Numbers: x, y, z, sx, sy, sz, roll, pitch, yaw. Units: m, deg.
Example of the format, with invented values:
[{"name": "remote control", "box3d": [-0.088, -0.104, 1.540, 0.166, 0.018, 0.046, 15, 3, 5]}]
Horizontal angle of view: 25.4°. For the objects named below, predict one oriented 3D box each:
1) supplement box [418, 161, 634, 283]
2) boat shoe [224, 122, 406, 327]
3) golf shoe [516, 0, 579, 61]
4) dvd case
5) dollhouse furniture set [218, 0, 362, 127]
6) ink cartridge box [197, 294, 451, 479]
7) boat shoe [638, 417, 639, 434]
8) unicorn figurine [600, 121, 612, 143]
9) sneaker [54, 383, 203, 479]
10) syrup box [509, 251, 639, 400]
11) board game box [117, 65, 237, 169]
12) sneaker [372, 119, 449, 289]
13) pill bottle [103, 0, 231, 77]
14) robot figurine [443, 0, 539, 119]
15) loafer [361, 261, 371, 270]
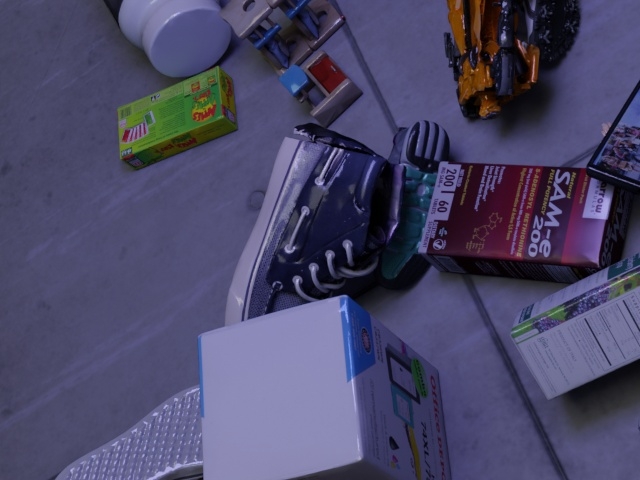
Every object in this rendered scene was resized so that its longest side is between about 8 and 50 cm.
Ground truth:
[{"name": "supplement box", "box3d": [0.252, -0.022, 1.747, 0.239, 0.073, 0.130, 4, 70, 30]}, {"name": "boat shoe", "box3d": [-0.004, 0.028, 1.779, 0.158, 0.127, 0.341, 16, 93, 37]}, {"name": "golf shoe", "box3d": [0.289, -0.321, 1.875, 0.094, 0.077, 0.198, -13, 61, 50]}, {"name": "dvd case", "box3d": [0.459, -0.102, 1.637, 0.253, 0.022, 0.180, 24, 64, 25]}, {"name": "dollhouse furniture set", "box3d": [-0.023, -0.283, 1.990, 0.129, 0.129, 0.184, -43, 53, 6]}, {"name": "ink cartridge box", "box3d": [0.010, 0.219, 1.654, 0.197, 0.270, 0.198, -16, 61, 21]}, {"name": "boat shoe", "box3d": [0.518, 0.135, 1.496, 0.367, 0.136, 0.157, -9, 60, 37]}, {"name": "unicorn figurine", "box3d": [0.411, -0.097, 1.705, 0.162, 0.060, 0.111, 3, 79, 46]}, {"name": "sneaker", "box3d": [-0.190, 0.288, 1.841, 0.321, 0.127, 0.126, -25, 57, -11]}, {"name": "syrup box", "box3d": [0.343, 0.081, 1.609, 0.237, 0.093, 0.096, -29, 96, 18]}, {"name": "board game box", "box3d": [-0.214, -0.181, 2.107, 0.181, 0.043, 0.092, -20, 60, 22]}, {"name": "sneaker", "box3d": [0.110, -0.045, 1.856, 0.098, 0.083, 0.224, 3, 77, 69]}, {"name": "pill bottle", "box3d": [-0.248, -0.384, 2.148, 0.162, 0.162, 0.278, -39, 54, 9]}, {"name": "robot figurine", "box3d": [0.218, -0.300, 1.820, 0.085, 0.211, 0.291, -3, 85, -12]}, {"name": "loafer", "box3d": [0.000, 0.000, 1.902, 0.170, 0.062, 0.061, 41, 130, 30]}]
